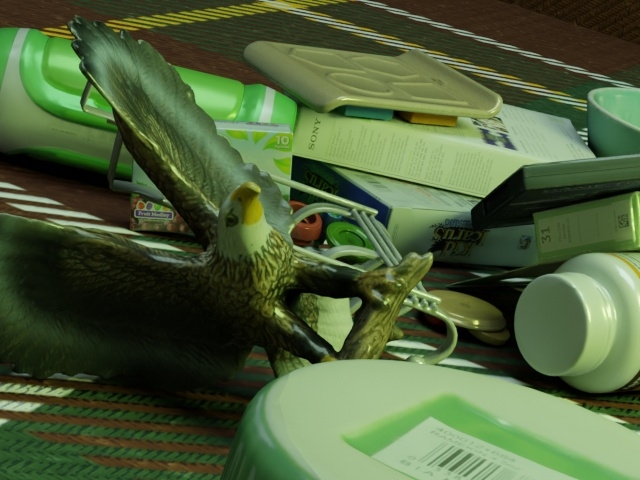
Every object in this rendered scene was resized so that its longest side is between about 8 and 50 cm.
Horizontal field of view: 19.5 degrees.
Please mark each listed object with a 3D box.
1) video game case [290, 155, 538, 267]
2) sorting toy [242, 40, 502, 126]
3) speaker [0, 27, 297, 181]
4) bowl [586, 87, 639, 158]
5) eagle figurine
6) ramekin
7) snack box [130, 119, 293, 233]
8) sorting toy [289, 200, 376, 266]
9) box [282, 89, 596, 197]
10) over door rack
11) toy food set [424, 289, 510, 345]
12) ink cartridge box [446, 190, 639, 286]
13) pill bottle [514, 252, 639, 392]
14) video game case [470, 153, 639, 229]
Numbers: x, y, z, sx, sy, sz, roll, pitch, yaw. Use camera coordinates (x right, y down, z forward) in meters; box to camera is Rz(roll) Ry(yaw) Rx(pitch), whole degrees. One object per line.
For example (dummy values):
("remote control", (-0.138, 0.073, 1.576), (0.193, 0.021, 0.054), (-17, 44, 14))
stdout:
("video game case", (0.095, -0.048, 1.917), (0.244, 0.061, 0.269), (2, 20, -33))
("sorting toy", (0.050, -0.156, 1.877), (0.208, 0.038, 0.193), (-1, 22, -29))
("speaker", (-0.178, -0.116, 1.788), (0.296, 0.131, 0.131), (13, 16, -5))
("bowl", (0.414, -0.040, 1.991), (0.311, 0.163, 0.311), (13, 16, -4))
("eagle figurine", (-0.083, 0.007, 1.276), (0.298, 0.225, 0.226), (25, 28, 8))
("ramekin", (0.076, 0.180, 0.977), (0.303, 0.148, 0.303), (14, 16, -4))
("snack box", (-0.097, -0.057, 1.661), (0.141, 0.100, 0.037), (3, 16, -2))
("sorting toy", (0.000, 0.000, 1.726), (0.102, 0.042, 0.061), (27, 32, -2))
("box", (0.122, -0.108, 1.934), (0.322, 0.058, 0.232), (13, 17, -7))
("over door rack", (-0.060, -0.012, 1.523), (0.324, 0.108, 0.239), (31, 10, -21))
("toy food set", (0.125, 0.066, 1.635), (0.083, 0.020, 0.082), (12, 16, -8))
("ink cartridge box", (0.253, 0.001, 1.711), (0.171, 0.056, 0.235), (0, -7, -42))
("pill bottle", (0.266, 0.069, 1.577), (0.215, 0.117, 0.117), (0, 22, -41))
("video game case", (0.251, -0.045, 1.660), (0.196, 0.026, 0.274), (-6, -7, -5))
